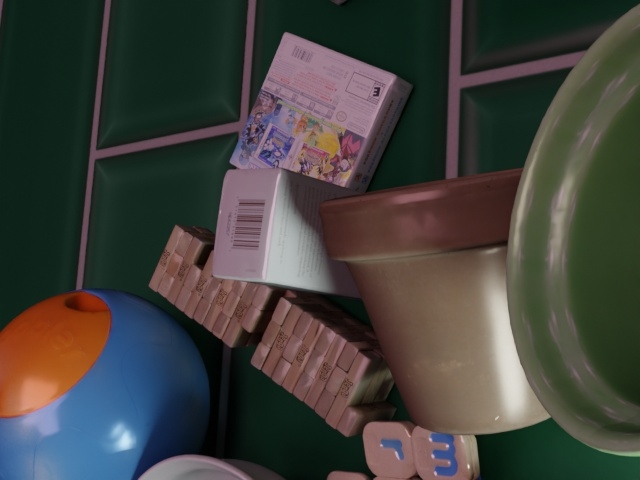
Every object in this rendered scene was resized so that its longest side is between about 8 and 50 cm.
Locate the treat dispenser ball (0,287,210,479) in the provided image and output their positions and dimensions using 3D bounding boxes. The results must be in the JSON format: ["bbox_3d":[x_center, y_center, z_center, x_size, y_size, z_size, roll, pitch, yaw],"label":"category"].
[{"bbox_3d":[-0.281,0.203,1.123,0.288,0.288,0.288,-10,74,37],"label":"treat dispenser ball"}]

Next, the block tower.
[{"bbox_3d":[-0.051,0.095,1.062,0.335,0.091,0.097,33,105,31],"label":"block tower"}]

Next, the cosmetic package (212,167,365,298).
[{"bbox_3d":[0.000,0.000,0.975,0.085,0.231,0.117,3,82,41],"label":"cosmetic package"}]

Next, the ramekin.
[{"bbox_3d":[0.267,-0.003,0.609,0.303,0.148,0.304,-169,90,-72],"label":"ramekin"}]

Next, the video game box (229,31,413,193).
[{"bbox_3d":[-0.005,-0.142,1.131,0.205,0.048,0.187,31,99,39],"label":"video game box"}]

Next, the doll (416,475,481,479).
[{"bbox_3d":[0.138,0.276,0.923,0.129,0.046,0.189,-34,67,26],"label":"doll"}]

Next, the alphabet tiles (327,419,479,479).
[{"bbox_3d":[0.113,0.322,0.902,0.278,0.021,0.284,-10,86,48],"label":"alphabet tiles"}]

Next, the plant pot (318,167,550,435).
[{"bbox_3d":[0.144,0.053,0.865,0.263,0.263,0.229,-6,95,38],"label":"plant pot"}]

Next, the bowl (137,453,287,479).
[{"bbox_3d":[-0.081,0.367,1.005,0.297,0.134,0.298,4,97,35],"label":"bowl"}]

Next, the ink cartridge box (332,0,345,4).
[{"bbox_3d":[0.011,-0.449,1.106,0.171,0.168,0.233,-30,63,30],"label":"ink cartridge box"}]
